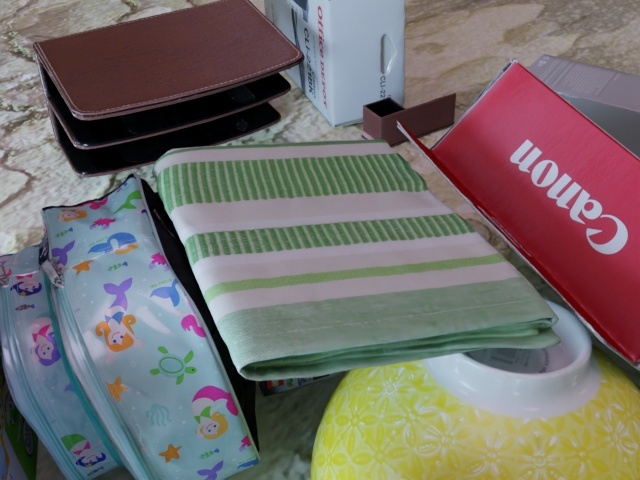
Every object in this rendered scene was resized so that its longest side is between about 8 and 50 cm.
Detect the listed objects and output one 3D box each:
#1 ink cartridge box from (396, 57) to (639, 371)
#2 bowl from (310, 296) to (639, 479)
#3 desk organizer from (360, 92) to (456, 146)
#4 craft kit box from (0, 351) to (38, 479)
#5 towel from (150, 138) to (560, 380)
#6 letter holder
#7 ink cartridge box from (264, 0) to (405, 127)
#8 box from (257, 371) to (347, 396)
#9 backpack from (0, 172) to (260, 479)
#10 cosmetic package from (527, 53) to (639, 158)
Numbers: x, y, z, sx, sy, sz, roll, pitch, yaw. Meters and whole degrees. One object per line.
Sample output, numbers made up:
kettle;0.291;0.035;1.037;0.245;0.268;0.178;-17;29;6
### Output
ink cartridge box;0.250;-0.016;0.782;0.130;0.272;0.309;-48;48;13
bowl;0.140;0.132;0.678;0.290;0.156;0.289;3;28;-1
desk organizer;0.122;-0.172;1.191;0.130;0.050;0.047;-21;42;-23
craft kit box;-0.266;0.150;0.634;0.061;0.246;0.250;-7;39;-9
towel;0.008;-0.004;0.697;0.248;0.038;0.325;-4;31;-22
letter holder;-0.189;-0.185;1.143;0.302;0.152;0.214;-20;43;-21
ink cartridge box;0.013;-0.318;1.264;0.114;0.197;0.273;-17;40;-16
box;-0.036;0.065;0.904;0.114;0.036;0.207;-14;39;-14
backpack;-0.155;0.093;0.719;0.191;0.225;0.253;-27;41;-16
cosmetic package;0.361;-0.135;1.075;0.238;0.127;0.107;21;43;29
